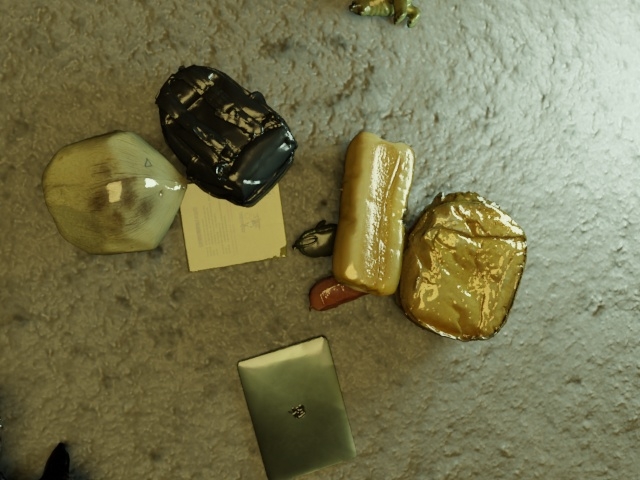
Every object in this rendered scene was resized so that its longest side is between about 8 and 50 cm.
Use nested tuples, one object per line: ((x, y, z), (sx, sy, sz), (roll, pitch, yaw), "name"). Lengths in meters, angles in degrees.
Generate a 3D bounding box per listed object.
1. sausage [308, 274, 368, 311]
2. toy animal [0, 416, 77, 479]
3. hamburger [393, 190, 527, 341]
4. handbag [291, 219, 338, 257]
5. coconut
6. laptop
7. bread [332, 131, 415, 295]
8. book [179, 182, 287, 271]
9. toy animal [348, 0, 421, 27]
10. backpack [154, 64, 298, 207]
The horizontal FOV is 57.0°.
((0.048, 0.091, 1.150), (0.169, 0.065, 0.065), (-20, 99, -10), "sausage")
((-0.522, 0.443, 0.994), (0.344, 0.194, 0.302), (26, 95, -19), "toy animal")
((0.275, 0.051, 1.155), (0.259, 0.144, 0.283), (25, 93, -11), "hamburger")
((0.000, 0.000, 1.136), (0.111, 0.047, 0.072), (-13, 102, -11), "handbag")
((-0.334, -0.081, 0.982), (0.224, 0.224, 0.224), (-1, 96, -12), "coconut")
((-0.045, 0.339, 1.176), (0.188, 0.015, 0.269), (-16, 99, -10), "laptop")
((0.094, -0.049, 1.104), (0.142, 0.091, 0.305), (13, 78, -17), "bread")
((-0.164, -0.036, 1.114), (0.192, 0.013, 0.168), (-8, 97, -11), "book")
((0.158, -0.473, 1.111), (0.101, 0.103, 0.218), (44, 88, 6), "toy animal")
((-0.174, -0.192, 1.043), (0.258, 0.133, 0.206), (42, 78, -3), "backpack")
